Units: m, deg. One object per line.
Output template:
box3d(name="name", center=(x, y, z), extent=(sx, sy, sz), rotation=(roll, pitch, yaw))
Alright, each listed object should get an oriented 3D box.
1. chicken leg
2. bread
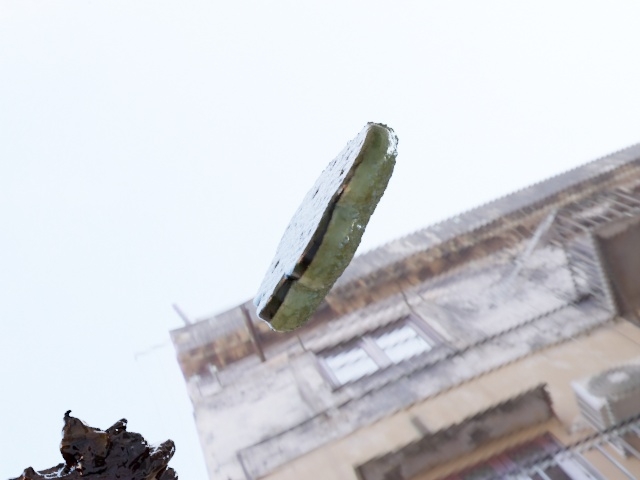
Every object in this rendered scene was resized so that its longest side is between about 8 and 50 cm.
box3d(name="chicken leg", center=(-0.283, 0.282, 1.139), extent=(0.407, 0.096, 0.158), rotation=(-30, -48, 16))
box3d(name="bread", center=(0.000, 0.000, 1.312), extent=(0.056, 0.286, 0.207), rotation=(27, -105, -6))
